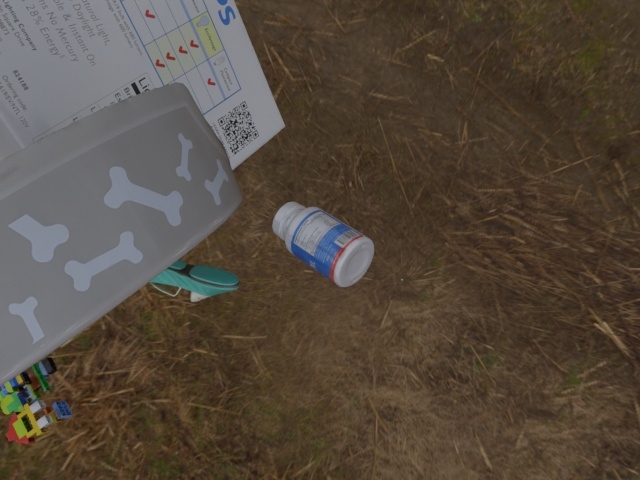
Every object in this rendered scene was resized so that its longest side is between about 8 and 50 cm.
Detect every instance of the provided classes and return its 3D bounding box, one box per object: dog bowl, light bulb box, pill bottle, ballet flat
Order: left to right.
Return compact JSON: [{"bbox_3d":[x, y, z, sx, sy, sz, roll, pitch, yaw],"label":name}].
[{"bbox_3d":[-0.214,0.013,0.462,0.349,0.349,0.102,-32,101,5],"label":"dog bowl"},{"bbox_3d":[-0.291,-0.215,0.781,0.225,0.357,0.361,9,43,41],"label":"light bulb box"},{"bbox_3d":[-0.306,0.092,1.325,0.248,0.083,0.087,16,112,4],"label":"ballet flat"},{"bbox_3d":[0.000,0.000,1.290,0.222,0.124,0.124,33,91,33],"label":"pill bottle"}]

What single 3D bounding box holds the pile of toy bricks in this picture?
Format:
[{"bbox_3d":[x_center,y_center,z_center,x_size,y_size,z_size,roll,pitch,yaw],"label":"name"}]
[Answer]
[{"bbox_3d":[-0.566,0.285,1.087,0.105,0.118,0.212,-37,72,2],"label":"pile of toy bricks"}]
